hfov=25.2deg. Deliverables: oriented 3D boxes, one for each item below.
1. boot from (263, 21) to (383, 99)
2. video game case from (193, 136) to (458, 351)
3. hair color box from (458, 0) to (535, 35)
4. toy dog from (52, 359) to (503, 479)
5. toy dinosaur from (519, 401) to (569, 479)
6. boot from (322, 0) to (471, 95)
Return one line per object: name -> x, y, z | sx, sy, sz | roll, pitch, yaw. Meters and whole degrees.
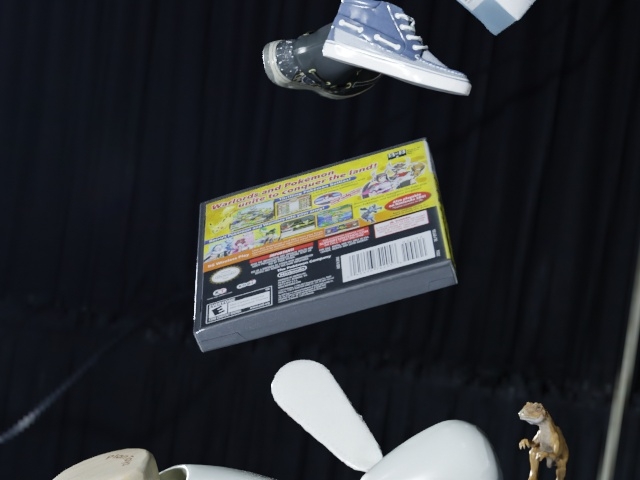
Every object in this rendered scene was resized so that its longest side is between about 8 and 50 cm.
boot -> 0.057, -0.262, 2.000 | 0.179, 0.085, 0.236 | -15, -8, 40
video game case -> 0.000, 0.000, 1.542 | 0.275, 0.035, 0.248 | -16, 34, 8
hair color box -> 0.279, -0.457, 1.763 | 0.185, 0.374, 0.113 | 41, -6, -4
toy dog -> -0.034, 0.206, 1.105 | 0.334, 0.220, 0.161 | 4, 15, 3
toy dinosaur -> 0.293, 0.268, 1.798 | 0.064, 0.112, 0.211 | 8, -24, 22
boot -> 0.102, -0.241, 1.752 | 0.190, 0.086, 0.069 | 18, 4, 7
